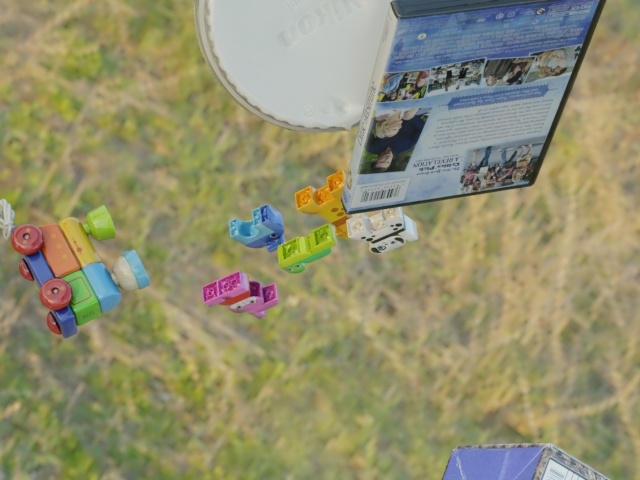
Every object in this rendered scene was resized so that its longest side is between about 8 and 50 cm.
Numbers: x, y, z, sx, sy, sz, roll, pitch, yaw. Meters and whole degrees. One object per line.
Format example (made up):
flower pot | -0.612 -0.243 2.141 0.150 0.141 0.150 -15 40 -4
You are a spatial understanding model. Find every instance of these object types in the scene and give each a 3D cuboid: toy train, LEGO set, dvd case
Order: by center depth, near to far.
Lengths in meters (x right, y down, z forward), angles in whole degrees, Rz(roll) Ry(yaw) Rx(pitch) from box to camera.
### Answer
dvd case | 0.121 -0.115 1.471 0.180 0.253 0.022 -9 56 -17
LEGO set | 0.000 0.000 1.749 0.093 0.227 0.087 32 42 -49
toy train | -0.335 -0.008 2.344 0.143 0.105 0.248 -25 68 -14

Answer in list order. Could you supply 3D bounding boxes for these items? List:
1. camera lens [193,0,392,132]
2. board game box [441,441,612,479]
camera lens | -0.008 -0.217 1.648 0.219 0.219 0.274 29 7 -8
board game box | 0.228 0.347 1.605 0.291 0.141 0.232 32 68 -24
